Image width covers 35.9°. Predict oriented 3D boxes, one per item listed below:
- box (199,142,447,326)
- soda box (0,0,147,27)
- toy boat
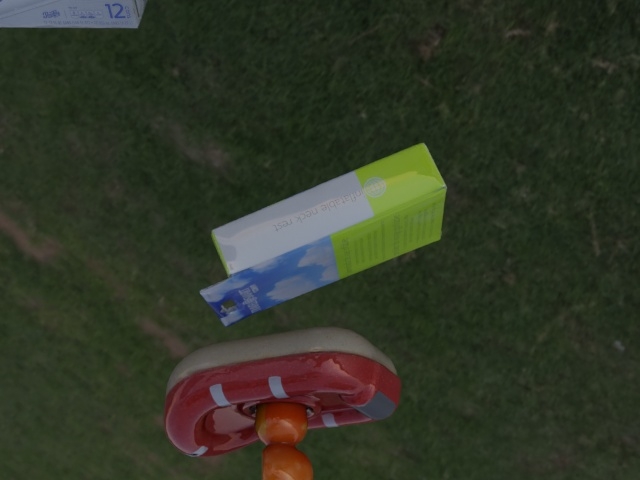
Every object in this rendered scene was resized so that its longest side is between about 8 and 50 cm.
[{"bbox_3d":[0.000,0.000,0.704,0.109,0.178,0.042,75,172,-71],"label":"box"},{"bbox_3d":[-0.300,-0.256,0.896,0.286,0.098,0.091,2,138,5],"label":"soda box"},{"bbox_3d":[-0.039,0.177,0.934,0.231,0.151,0.151,-12,152,23],"label":"toy boat"}]
